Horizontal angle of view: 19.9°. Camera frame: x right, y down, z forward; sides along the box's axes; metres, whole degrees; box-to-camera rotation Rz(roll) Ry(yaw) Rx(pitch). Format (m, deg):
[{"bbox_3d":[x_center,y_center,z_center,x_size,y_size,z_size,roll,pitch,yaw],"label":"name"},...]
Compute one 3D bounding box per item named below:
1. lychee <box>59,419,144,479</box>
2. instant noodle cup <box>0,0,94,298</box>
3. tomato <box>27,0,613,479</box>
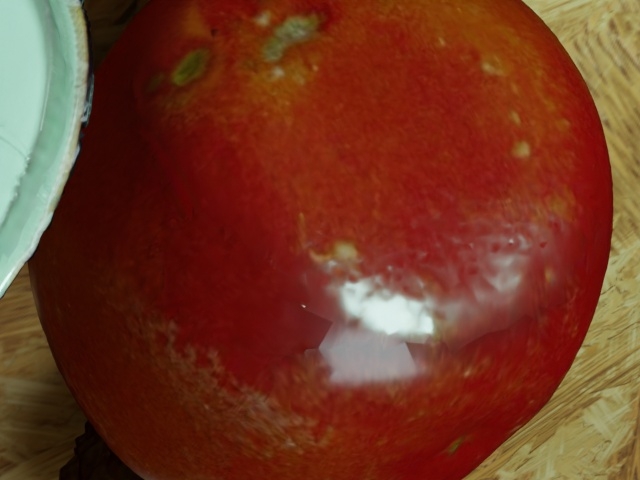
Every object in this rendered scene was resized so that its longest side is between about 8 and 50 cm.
[{"bbox_3d":[-0.060,0.197,1.265,0.300,0.264,0.264,-51,158,-33],"label":"lychee"},{"bbox_3d":[-0.235,-0.065,0.707,0.243,0.231,0.243,-50,157,-31],"label":"instant noodle cup"},{"bbox_3d":[0.000,0.000,1.033,0.325,0.290,0.293,-15,149,-33],"label":"tomato"}]
